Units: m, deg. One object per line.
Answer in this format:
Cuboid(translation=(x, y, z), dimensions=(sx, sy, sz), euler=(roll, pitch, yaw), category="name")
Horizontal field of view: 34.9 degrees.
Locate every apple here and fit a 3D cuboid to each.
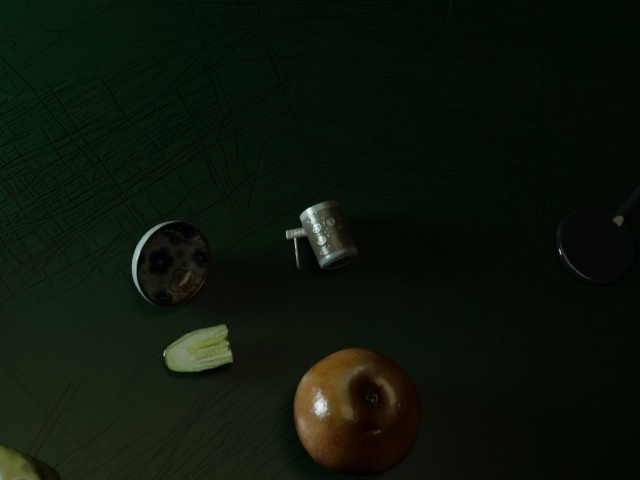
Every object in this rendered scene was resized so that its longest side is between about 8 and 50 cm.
Cuboid(translation=(0.059, 0.261, 1.553), dimensions=(0.201, 0.162, 0.201), euler=(4, 66, -9), category="apple")

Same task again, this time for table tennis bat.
Cuboid(translation=(0.525, -0.017, 1.852), dimensions=(0.150, 0.027, 0.236), euler=(44, 67, 7), category="table tennis bat")

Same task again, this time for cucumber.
Cuboid(translation=(-0.193, 0.175, 1.601), dimensions=(0.107, 0.035, 0.067), euler=(-12, 82, -12), category="cucumber")

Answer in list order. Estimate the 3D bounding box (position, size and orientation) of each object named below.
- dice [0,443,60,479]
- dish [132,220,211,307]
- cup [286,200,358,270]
Cuboid(translation=(-0.461, 0.369, 1.383), dimensions=(0.169, 0.169, 0.166), euler=(20, 65, -4), category="dice")
Cuboid(translation=(-0.253, 0.029, 1.626), dimensions=(0.141, 0.078, 0.141), euler=(-14, 113, -38), category="dish")
Cuboid(translation=(0.003, -0.003, 1.697), dimensions=(0.102, 0.074, 0.099), euler=(-17, 73, -19), category="cup")
